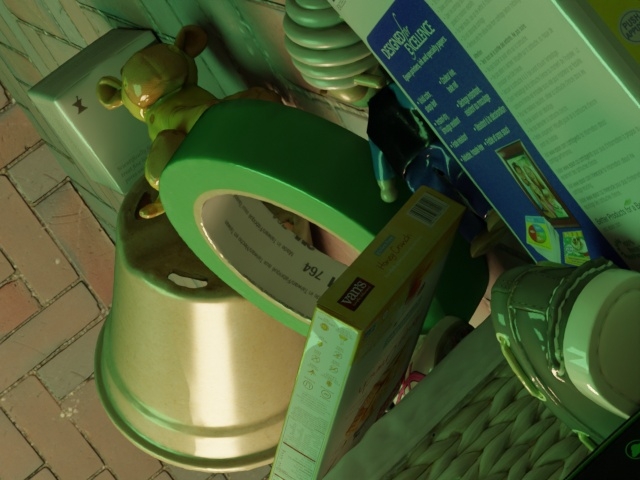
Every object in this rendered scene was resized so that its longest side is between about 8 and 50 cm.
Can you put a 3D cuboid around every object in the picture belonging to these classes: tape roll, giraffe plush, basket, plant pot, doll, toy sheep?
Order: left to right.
[{"bbox_3d":[-0.149,-0.143,1.591,0.170,0.181,0.210,61,154,10],"label":"giraffe plush"},{"bbox_3d":[-0.127,0.064,1.818,0.334,0.334,0.305,45,154,28],"label":"plant pot"},{"bbox_3d":[0.000,0.000,1.407,0.321,0.077,0.321,26,156,13],"label":"tape roll"},{"bbox_3d":[0.013,-0.163,1.139,0.091,0.091,0.132,38,148,47],"label":"toy sheep"},{"bbox_3d":[0.080,-0.071,1.210,0.189,0.046,0.129,50,144,17],"label":"doll"},{"bbox_3d":[0.168,0.265,1.258,0.266,0.331,0.328,40,164,22],"label":"basket"}]

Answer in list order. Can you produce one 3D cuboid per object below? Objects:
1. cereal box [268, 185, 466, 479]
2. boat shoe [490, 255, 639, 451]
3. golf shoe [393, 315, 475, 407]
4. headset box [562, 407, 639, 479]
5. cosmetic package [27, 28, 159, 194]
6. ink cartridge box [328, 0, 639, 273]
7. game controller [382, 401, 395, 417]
[{"bbox_3d":[0.034,0.091,1.190,0.047,0.173,0.240,29,136,15],"label":"cereal box"},{"bbox_3d":[0.216,0.100,0.978,0.091,0.109,0.305,16,163,44],"label":"boat shoe"},{"bbox_3d":[0.093,0.117,1.334,0.086,0.067,0.186,41,152,20],"label":"golf shoe"},{"bbox_3d":[0.271,0.219,0.927,0.131,0.246,0.283,38,163,45],"label":"headset box"},{"bbox_3d":[-0.259,-0.170,1.904,0.151,0.151,0.183,56,168,-20],"label":"cosmetic package"},{"bbox_3d":[0.131,-0.107,0.926,0.307,0.072,0.303,53,169,-1],"label":"ink cartridge box"},{"bbox_3d":[0.182,0.298,1.842,0.319,0.067,0.166,48,162,14],"label":"game controller"}]
